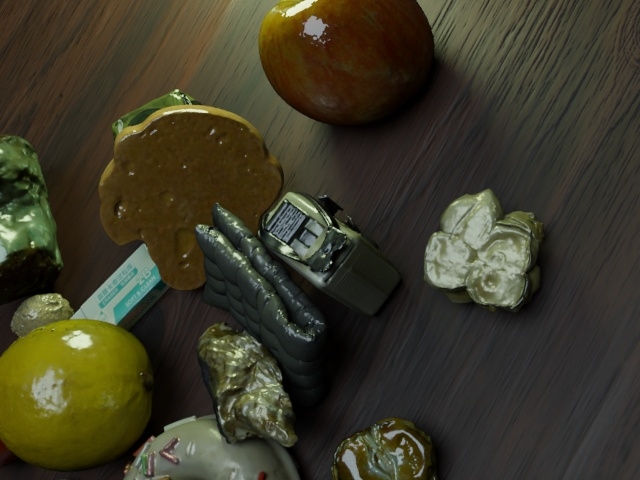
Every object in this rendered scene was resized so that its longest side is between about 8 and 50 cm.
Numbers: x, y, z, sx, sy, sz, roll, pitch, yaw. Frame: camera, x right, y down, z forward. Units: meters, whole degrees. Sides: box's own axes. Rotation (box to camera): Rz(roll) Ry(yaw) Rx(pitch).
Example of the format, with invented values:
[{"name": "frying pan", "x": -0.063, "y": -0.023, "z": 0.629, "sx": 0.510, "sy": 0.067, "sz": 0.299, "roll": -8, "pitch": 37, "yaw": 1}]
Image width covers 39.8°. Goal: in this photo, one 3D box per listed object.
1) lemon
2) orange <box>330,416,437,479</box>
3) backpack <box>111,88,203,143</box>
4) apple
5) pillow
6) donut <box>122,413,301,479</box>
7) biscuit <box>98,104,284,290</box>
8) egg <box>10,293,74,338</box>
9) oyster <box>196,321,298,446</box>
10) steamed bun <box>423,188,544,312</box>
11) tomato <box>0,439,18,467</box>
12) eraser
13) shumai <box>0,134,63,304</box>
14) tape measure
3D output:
[{"name": "lemon", "x": -0.451, "y": 0.280, "z": 1.614, "sx": 0.297, "sy": 0.297, "sz": 0.297, "roll": -9, "pitch": 70, "yaw": 25}, {"name": "orange", "x": 0.102, "y": 0.355, "z": 1.397, "sx": 0.170, "sy": 0.112, "sz": 0.160, "roll": 28, "pitch": 81, "yaw": -1}, {"name": "backpack", "x": -0.298, "y": -0.159, "z": 1.761, "sx": 0.207, "sy": 0.140, "sz": 0.253, "roll": -24, "pitch": 73, "yaw": 21}, {"name": "apple", "x": 0.035, "y": -0.352, "z": 1.568, "sx": 0.302, "sy": 0.301, "sz": 0.301, "roll": -9, "pitch": 70, "yaw": 25}, {"name": "pillow", "x": -0.097, "y": 0.115, "z": 1.521, "sx": 0.101, "sy": 0.228, "sz": 0.326, "roll": -34, "pitch": 60, "yaw": -21}, {"name": "donut", "x": -0.201, "y": 0.475, "z": 1.499, "sx": 0.383, "sy": 0.142, "sz": 0.382, "roll": -9, "pitch": 69, "yaw": 25}, {"name": "biscuit", "x": -0.249, "y": -0.085, "z": 1.642, "sx": 0.351, "sy": 0.312, "sz": 0.057, "roll": -63, "pitch": 12, "yaw": 17}, {"name": "egg", "x": -0.564, "y": 0.161, "z": 1.799, "sx": 0.118, "sy": 0.140, "sz": 0.116, "roll": 19, "pitch": 59, "yaw": -11}, {"name": "oyster", "x": -0.140, "y": 0.242, "z": 1.486, "sx": 0.110, "sy": 0.166, "sz": 0.341, "roll": -10, "pitch": 39, "yaw": -20}, {"name": "steamed bun", "x": 0.269, "y": 0.017, "z": 1.424, "sx": 0.177, "sy": 0.106, "sz": 0.192, "roll": 10, "pitch": 87, "yaw": 26}, {"name": "tomato", "x": -0.653, "y": 0.375, "z": 1.760, "sx": 0.167, "sy": 0.167, "sz": 0.167, "roll": -9, "pitch": 70, "yaw": 25}, {"name": "eraser", "x": -0.393, "y": 0.115, "z": 1.766, "sx": 0.225, "sy": 0.052, "sz": 0.095, "roll": -44, "pitch": 62, "yaw": 7}, {"name": "shumai", "x": -0.687, "y": -0.020, "z": 1.824, "sx": 0.324, "sy": 0.397, "sz": 0.323, "roll": -29, "pitch": 84, "yaw": -11}, {"name": "tape measure", "x": 0.000, "y": 0.000, "z": 1.469, "sx": 0.231, "sy": 0.271, "sz": 0.133, "roll": 37, "pitch": 92, "yaw": 30}]
